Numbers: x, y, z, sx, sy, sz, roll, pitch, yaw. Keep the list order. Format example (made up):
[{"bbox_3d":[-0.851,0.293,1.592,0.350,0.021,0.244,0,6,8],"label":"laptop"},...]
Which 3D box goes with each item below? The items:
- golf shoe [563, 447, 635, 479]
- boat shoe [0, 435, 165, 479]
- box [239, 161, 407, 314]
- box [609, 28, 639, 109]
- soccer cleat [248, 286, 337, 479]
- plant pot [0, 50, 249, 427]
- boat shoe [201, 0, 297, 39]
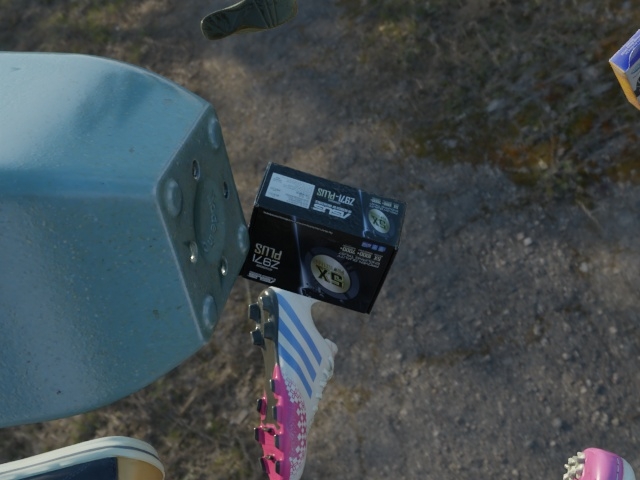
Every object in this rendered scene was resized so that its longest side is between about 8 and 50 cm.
[{"bbox_3d":[0.303,0.316,0.877,0.140,0.306,0.115,9,47,14],"label":"golf shoe"},{"bbox_3d":[-0.446,0.416,1.177,0.500,0.187,0.156,-19,51,10],"label":"boat shoe"},{"bbox_3d":[0.000,0.000,1.068,0.180,0.147,0.077,17,50,-2],"label":"box"},{"bbox_3d":[0.366,-0.201,0.946,0.081,0.136,0.028,-47,57,10],"label":"box"},{"bbox_3d":[-0.030,0.232,1.393,0.116,0.143,0.331,149,120,-62],"label":"soccer cleat"},{"bbox_3d":[-0.202,-0.010,0.700,0.252,0.248,0.247,-3,33,14],"label":"plant pot"},{"bbox_3d":[-0.111,-0.350,1.341,0.153,0.056,0.048,-18,14,4],"label":"boat shoe"}]
